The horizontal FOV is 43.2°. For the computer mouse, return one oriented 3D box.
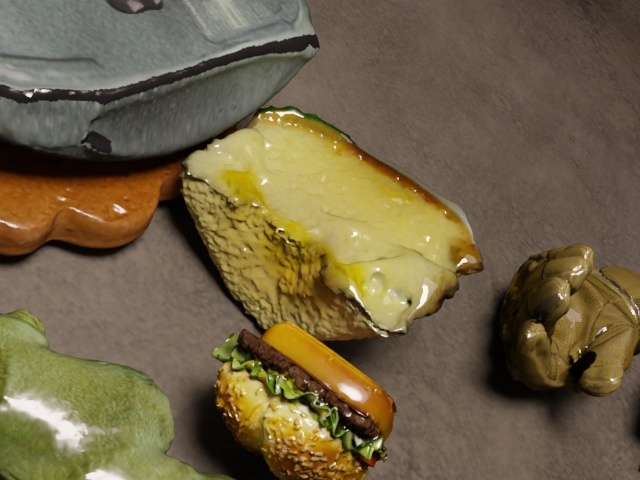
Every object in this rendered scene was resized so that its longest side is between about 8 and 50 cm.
[{"bbox_3d":[-0.166,-0.157,0.660,0.374,0.114,0.203,-18,69,-39],"label":"computer mouse"}]

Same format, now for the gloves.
[{"bbox_3d":[0.268,0.086,0.868,0.331,0.141,0.154,0,80,-53],"label":"gloves"}]

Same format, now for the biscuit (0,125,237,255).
[{"bbox_3d":[-0.208,-0.086,0.682,0.202,0.047,0.334,43,36,2],"label":"biscuit"}]

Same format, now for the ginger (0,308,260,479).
[{"bbox_3d":[-0.116,0.146,0.517,0.290,0.089,0.137,37,12,0],"label":"ginger"}]

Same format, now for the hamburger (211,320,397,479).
[{"bbox_3d":[-0.015,0.126,0.584,0.137,0.166,0.087,33,75,21],"label":"hamburger"}]

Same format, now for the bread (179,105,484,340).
[{"bbox_3d":[0.003,0.009,0.712,0.252,0.133,0.174,34,43,16],"label":"bread"}]
